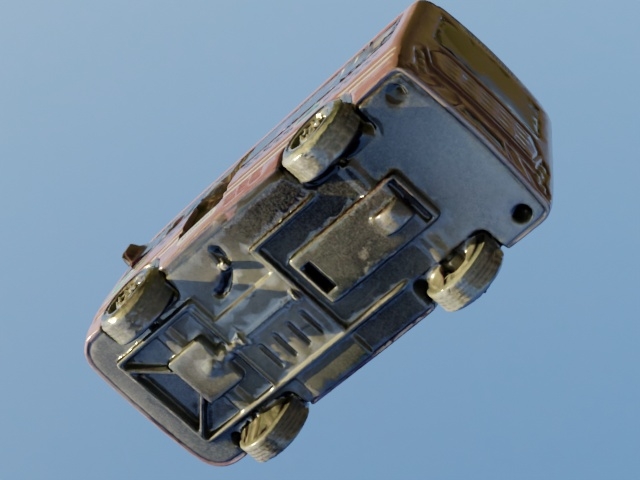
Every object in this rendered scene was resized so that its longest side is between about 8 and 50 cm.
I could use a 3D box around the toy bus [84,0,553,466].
[{"bbox_3d":[0.000,0.000,0.708,0.087,0.178,0.098,42,-152,-15],"label":"toy bus"}]
